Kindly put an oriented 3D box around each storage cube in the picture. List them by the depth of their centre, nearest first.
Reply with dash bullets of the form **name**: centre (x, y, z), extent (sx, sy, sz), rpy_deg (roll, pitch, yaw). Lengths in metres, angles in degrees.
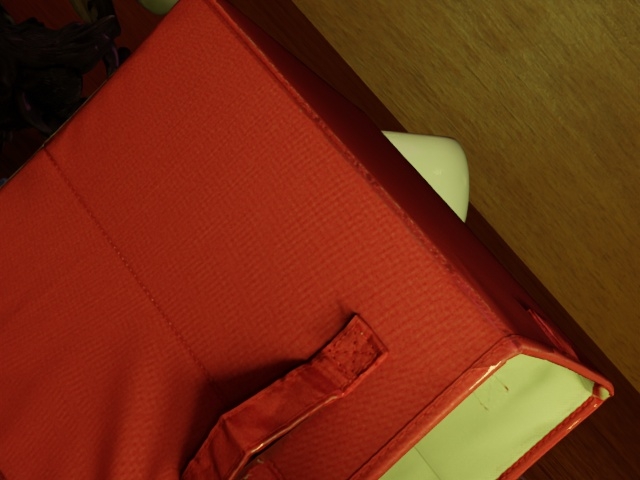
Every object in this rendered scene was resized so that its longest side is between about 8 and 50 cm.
- **storage cube**: centre (-0.020, 0.043, 0.499), extent (0.193, 0.183, 0.215), rpy_deg (51, 11, 24)

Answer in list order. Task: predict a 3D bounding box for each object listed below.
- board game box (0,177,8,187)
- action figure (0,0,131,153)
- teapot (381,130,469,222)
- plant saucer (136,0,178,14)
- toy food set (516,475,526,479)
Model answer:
- **board game box**: centre (-0.129, 0.063, 0.797), extent (0.211, 0.039, 0.160), rpy_deg (55, 15, 24)
- **action figure**: centre (-0.198, -0.127, 0.854), extent (0.141, 0.164, 0.275), rpy_deg (64, 9, 16)
- **teapot**: centre (0.000, 0.000, 0.972), extent (0.255, 0.187, 0.252), rpy_deg (4, 4, -20)
- **plant saucer**: centre (-0.172, -0.358, 0.827), extent (0.401, 0.100, 0.400), rpy_deg (62, 3, -6)
- **toy food set**: centre (0.083, 0.107, 1.201), extent (0.219, 0.092, 0.306), rpy_deg (34, 22, -46)
